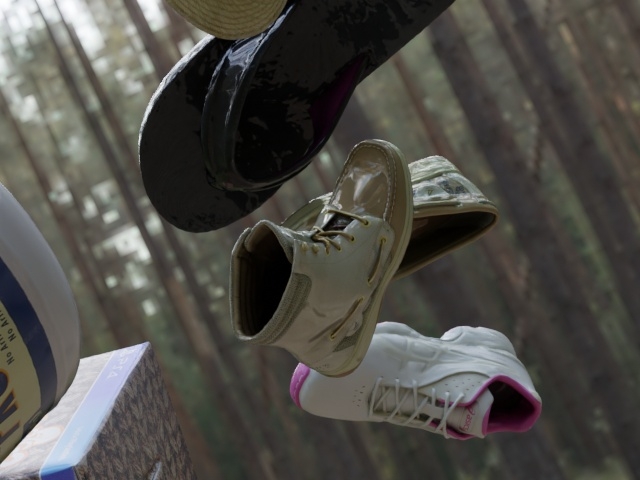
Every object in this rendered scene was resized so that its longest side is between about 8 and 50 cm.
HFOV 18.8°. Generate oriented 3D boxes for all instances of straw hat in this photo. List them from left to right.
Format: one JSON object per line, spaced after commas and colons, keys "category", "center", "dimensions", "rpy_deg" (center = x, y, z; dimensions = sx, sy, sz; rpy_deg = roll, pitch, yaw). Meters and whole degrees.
{"category": "straw hat", "center": [-0.063, -0.229, 1.507], "dimensions": [0.144, 0.144, 0.061], "rpy_deg": [-18, 3, -38]}

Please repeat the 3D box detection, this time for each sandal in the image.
{"category": "sandal", "center": [-0.032, -0.156, 1.872], "dimensions": [0.446, 0.167, 0.107], "rpy_deg": [-46, 27, 29]}

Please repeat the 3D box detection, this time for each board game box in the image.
{"category": "board game box", "center": [-0.257, 0.208, 1.389], "dimensions": [0.291, 0.141, 0.232], "rpy_deg": [-15, 15, 11]}

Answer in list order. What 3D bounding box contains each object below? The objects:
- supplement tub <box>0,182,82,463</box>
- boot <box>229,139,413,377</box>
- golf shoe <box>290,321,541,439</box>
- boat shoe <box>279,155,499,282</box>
{"category": "supplement tub", "center": [-0.303, 0.095, 0.971], "dimensions": [0.325, 0.235, 0.235], "rpy_deg": [-49, 5, -31]}
{"category": "boot", "center": [0.000, 0.000, 1.639], "dimensions": [0.077, 0.213, 0.165], "rpy_deg": [12, -8, 32]}
{"category": "golf shoe", "center": [0.117, 0.167, 2.196], "dimensions": [0.306, 0.140, 0.115], "rpy_deg": [-3, -59, -28]}
{"category": "boat shoe", "center": [0.051, 0.003, 1.944], "dimensions": [0.285, 0.089, 0.104], "rpy_deg": [-30, -42, -26]}
